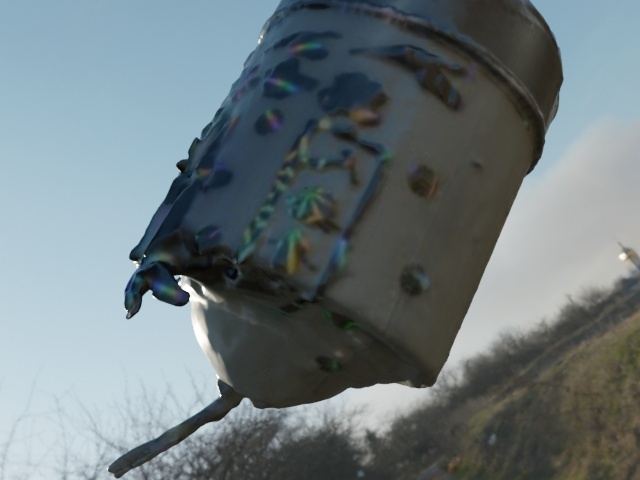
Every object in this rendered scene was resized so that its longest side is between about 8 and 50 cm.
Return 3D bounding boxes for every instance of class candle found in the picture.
[{"bbox_3d":[0.000,0.000,0.398,0.330,0.187,0.187,-62,-13,-15],"label":"candle"}]
